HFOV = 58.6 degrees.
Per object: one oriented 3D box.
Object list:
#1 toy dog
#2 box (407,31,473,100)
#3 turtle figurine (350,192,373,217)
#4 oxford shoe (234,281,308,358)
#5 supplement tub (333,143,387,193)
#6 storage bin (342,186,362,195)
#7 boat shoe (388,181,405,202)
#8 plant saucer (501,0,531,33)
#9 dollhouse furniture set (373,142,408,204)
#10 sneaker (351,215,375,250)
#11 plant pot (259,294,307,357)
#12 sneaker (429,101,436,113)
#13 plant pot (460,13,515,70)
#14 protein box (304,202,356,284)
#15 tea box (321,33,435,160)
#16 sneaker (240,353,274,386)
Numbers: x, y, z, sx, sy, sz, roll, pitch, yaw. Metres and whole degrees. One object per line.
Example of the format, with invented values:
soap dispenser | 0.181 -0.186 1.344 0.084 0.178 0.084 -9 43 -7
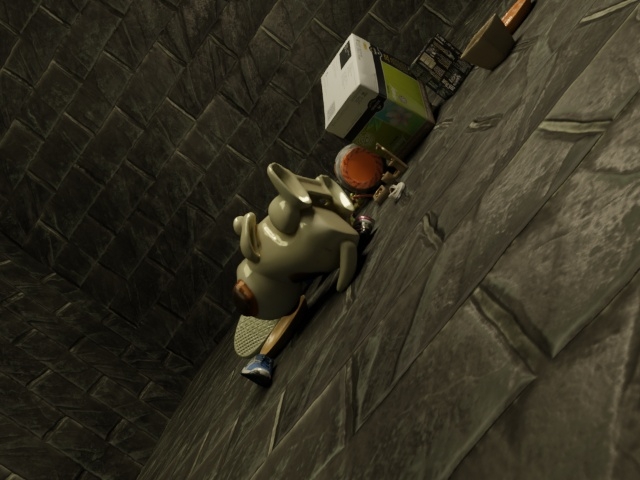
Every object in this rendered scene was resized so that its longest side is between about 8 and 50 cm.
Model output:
toy dog | -0.080 0.050 1.606 0.285 0.395 0.408 -5 -40 -55
box | 0.429 -0.616 2.020 0.147 0.180 0.077 -55 7 -9
turtle figurine | 0.102 -0.123 2.197 0.270 0.087 0.217 -28 11 19
oxford shoe | -0.155 0.224 2.039 0.449 0.169 0.130 -62 -32 -13
supplement tub | 0.150 -0.280 2.183 0.193 0.194 0.316 -53 6 7
storage bin | 0.183 -0.281 2.484 0.180 0.084 0.122 -52 6 3
boat shoe | 0.216 -0.145 1.639 0.035 0.035 0.100 -49 8 40
plant saucer | 0.599 -0.688 1.810 0.200 0.037 0.200 -54 6 8
dollhouse furniture set | 0.190 -0.220 1.858 0.151 0.123 0.144 -52 6 11
sneaker | 0.087 0.007 1.632 0.178 0.072 0.077 -56 13 42
plant pot | -0.109 0.275 1.771 0.236 0.032 0.236 -53 6 9
sneaker | 0.372 -0.478 2.124 0.064 0.086 0.192 -49 7 38
plant pot | 0.484 -0.553 1.622 0.109 0.096 0.109 -56 6 -26
protein box | 0.000 0.000 1.878 0.200 0.136 0.201 -40 12 28
tea box | 0.197 -0.499 2.021 0.220 0.324 0.328 -49 30 39
sneaker | -0.170 0.349 1.565 0.081 0.080 0.211 -58 8 -15
